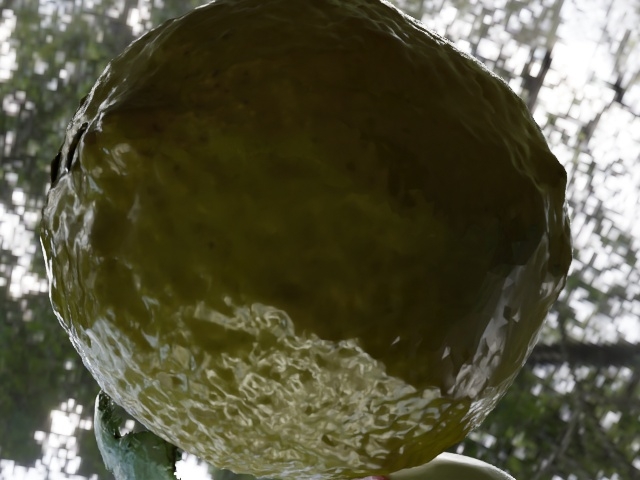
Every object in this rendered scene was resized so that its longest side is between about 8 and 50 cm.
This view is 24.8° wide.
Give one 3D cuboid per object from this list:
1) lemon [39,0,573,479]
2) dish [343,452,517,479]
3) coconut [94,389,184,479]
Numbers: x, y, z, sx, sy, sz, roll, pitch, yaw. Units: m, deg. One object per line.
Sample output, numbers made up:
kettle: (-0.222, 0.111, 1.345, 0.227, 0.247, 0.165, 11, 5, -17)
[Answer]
lemon: (0.000, 0.000, 0.791, 0.322, 0.268, 0.268, 16, -145, -38)
dish: (0.103, 0.251, 0.919, 0.117, 0.256, 0.256, -13, -131, -27)
coconut: (-0.140, 0.191, 1.219, 0.158, 0.133, 0.055, 43, -102, 5)
